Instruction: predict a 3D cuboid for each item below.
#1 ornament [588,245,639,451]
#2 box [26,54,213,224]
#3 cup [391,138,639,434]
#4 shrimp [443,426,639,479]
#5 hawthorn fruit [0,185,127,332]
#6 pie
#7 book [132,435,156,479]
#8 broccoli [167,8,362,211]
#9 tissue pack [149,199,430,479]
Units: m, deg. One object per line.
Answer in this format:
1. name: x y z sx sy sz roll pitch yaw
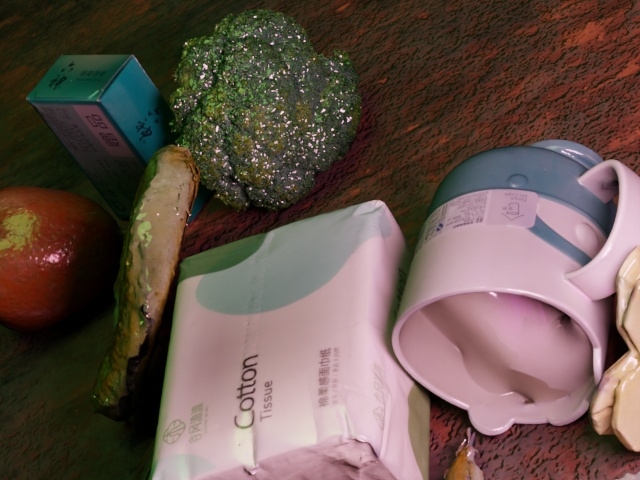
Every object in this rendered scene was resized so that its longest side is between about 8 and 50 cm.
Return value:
1. ornament: 0.351 0.102 1.677 0.180 0.201 0.059 -3 20 -34
2. box: -0.265 -0.137 2.315 0.153 0.245 0.092 6 52 40
3. cup: 0.223 0.027 1.769 0.290 0.219 0.257 -33 30 43
4. shrimp: 0.211 0.286 1.660 0.287 0.068 0.185 4 52 50
5. hawthorn fruit: -0.355 0.016 2.287 0.251 0.199 0.199 -11 42 8
6. pie: -0.212 0.034 2.093 0.078 0.296 0.371 12 47 -6
7. book: -0.196 0.263 1.937 0.172 0.012 0.118 124 168 -51
8. broccoli: -0.079 -0.170 2.252 0.241 0.261 0.269 -156 75 -73
9. tissue pack: -0.023 0.153 1.862 0.266 0.194 0.356 -18 41 20
